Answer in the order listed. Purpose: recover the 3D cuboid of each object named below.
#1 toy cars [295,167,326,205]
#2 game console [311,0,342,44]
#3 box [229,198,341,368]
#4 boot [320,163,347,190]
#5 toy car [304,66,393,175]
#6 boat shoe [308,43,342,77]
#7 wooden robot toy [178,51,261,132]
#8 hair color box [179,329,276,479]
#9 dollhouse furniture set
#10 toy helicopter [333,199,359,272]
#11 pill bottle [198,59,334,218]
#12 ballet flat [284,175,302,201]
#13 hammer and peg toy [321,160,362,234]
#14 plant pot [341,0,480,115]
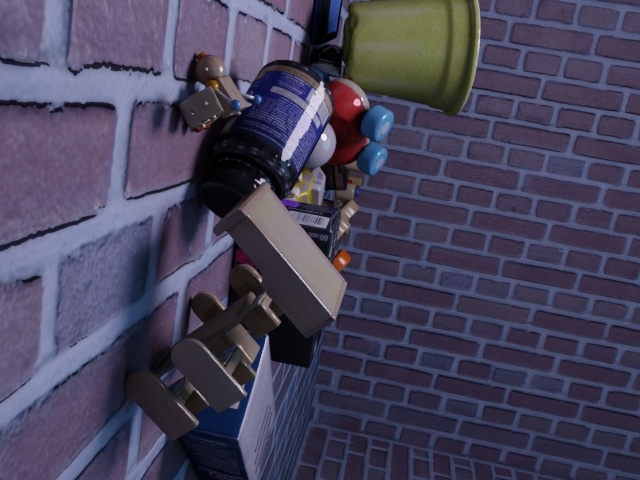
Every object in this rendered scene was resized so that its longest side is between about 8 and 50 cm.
[{"bbox_3d":[-0.030,-0.120,1.525,0.393,0.087,0.176,-44,145,-80],"label":"toy cars"},{"bbox_3d":[0.097,-0.588,1.463,0.293,0.173,0.250,-64,164,-66],"label":"game console"},{"bbox_3d":[-0.067,0.072,1.139,0.143,0.165,0.270,-64,164,-70],"label":"box"},{"bbox_3d":[0.007,-0.238,1.731,0.082,0.106,0.219,-60,144,-62],"label":"boot"},{"bbox_3d":[-0.005,-0.212,1.333,0.238,0.219,0.210,-42,157,-27],"label":"toy car"},{"bbox_3d":[0.016,-0.430,1.470,0.219,0.077,0.070,-86,-171,-70],"label":"boat shoe"},{"bbox_3d":[-0.130,-0.173,0.710,0.079,0.076,0.173,63,15,-10],"label":"wooden robot toy"},{"bbox_3d":[-0.150,0.302,1.060,0.347,0.105,0.174,92,11,-54],"label":"hair color box"},{"bbox_3d":[-0.117,0.072,0.747,0.242,0.161,0.212,-35,-169,21],"label":"dollhouse furniture set"},{"bbox_3d":[0.000,0.000,1.593,0.235,0.140,0.355,-39,-174,38],"label":"toy helicopter"},{"bbox_3d":[-0.074,-0.131,0.847,0.123,0.122,0.219,91,22,-59],"label":"pill bottle"},{"bbox_3d":[-0.072,-0.110,1.236,0.213,0.068,0.072,95,9,-49],"label":"ballet flat"},{"bbox_3d":[0.072,-0.204,2.163,0.361,0.127,0.266,-72,173,-50],"label":"hammer and peg toy"},{"bbox_3d":[0.180,-0.417,1.357,0.276,0.253,0.276,-179,-90,-84],"label":"plant pot"}]
